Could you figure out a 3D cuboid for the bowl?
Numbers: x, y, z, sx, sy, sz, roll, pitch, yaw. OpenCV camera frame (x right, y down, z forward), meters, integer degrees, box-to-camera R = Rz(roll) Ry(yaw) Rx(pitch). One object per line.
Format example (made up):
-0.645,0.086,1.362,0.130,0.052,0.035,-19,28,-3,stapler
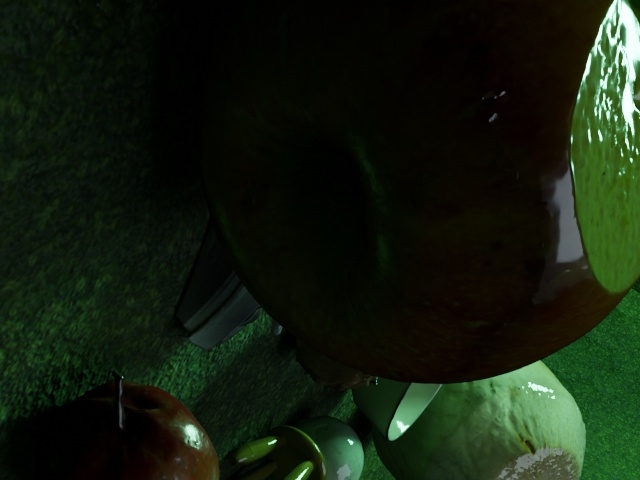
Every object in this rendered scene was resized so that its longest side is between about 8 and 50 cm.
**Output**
0.130,0.199,1.452,0.238,0.126,0.237,-47,156,-28,bowl

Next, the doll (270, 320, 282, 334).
0.000,0.000,0.961,0.227,0.075,0.102,-63,170,-12,doll

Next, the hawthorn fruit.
-0.165,0.184,0.754,0.157,0.157,0.194,-40,145,-38,hawthorn fruit

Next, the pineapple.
0.047,0.144,1.214,0.128,0.128,0.248,-58,163,-1,pineapple

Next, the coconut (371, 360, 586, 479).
0.301,0.355,1.735,0.415,0.415,0.344,-17,129,-60,coconut

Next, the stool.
-0.064,0.330,1.228,0.110,0.135,0.134,-27,99,-48,stool

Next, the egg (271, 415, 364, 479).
-0.011,0.342,1.358,0.164,0.131,0.131,-38,163,14,egg

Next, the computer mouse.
-0.059,0.021,0.866,0.126,0.071,0.231,-10,129,-62,computer mouse

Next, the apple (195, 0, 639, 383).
0.101,-0.087,0.677,0.374,0.374,0.384,-37,153,-43,apple
